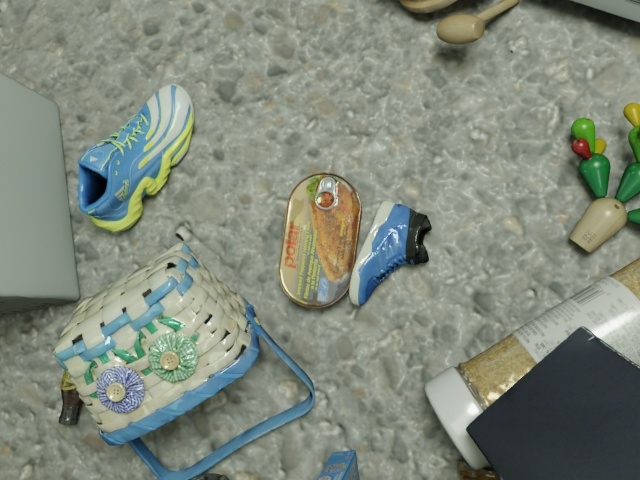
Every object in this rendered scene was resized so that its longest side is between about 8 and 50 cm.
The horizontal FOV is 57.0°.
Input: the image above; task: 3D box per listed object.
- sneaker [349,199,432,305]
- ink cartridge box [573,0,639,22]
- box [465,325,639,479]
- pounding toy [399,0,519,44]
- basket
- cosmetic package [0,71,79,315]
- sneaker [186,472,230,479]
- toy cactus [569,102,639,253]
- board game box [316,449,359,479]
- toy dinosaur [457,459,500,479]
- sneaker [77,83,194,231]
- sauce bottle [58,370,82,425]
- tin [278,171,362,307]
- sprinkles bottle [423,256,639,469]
[{"bbox_3d":[0.100,0.027,0.798,0.085,0.058,0.152,20,82,19],"label":"sneaker"},{"bbox_3d":[0.372,-0.471,0.745,0.272,0.130,0.309,24,80,11],"label":"ink cartridge box"},{"bbox_3d":[0.354,0.302,0.544,0.179,0.312,0.343,-42,106,4],"label":"box"},{"bbox_3d":[0.184,-0.385,0.820,0.154,0.155,0.269,9,75,38],"label":"pounding toy"},{"bbox_3d":[-0.181,0.174,0.773,0.255,0.201,0.289,-34,115,5],"label":"basket"},{"bbox_3d":[-0.571,-0.056,0.746,0.330,0.394,0.327,-11,82,8],"label":"cosmetic package"},{"bbox_3d":[-0.214,0.438,0.793,0.098,0.135,0.276,32,67,23],"label":"sneaker"},{"bbox_3d":[0.394,-0.059,0.745,0.219,0.112,0.180,38,101,2],"label":"toy cactus"},{"bbox_3d":[0.034,0.386,0.722,0.039,0.160,0.211,-10,83,9],"label":"board game box"},{"bbox_3d":[0.280,0.326,0.749,0.211,0.064,0.112,32,115,16],"label":"toy dinosaur"},{"bbox_3d":[-0.265,-0.124,0.838,0.091,0.126,0.240,25,89,11],"label":"sneaker"},{"bbox_3d":[-0.357,0.205,0.864,0.042,0.042,0.128,8,85,10],"label":"sauce bottle"},{"bbox_3d":[0.000,0.000,0.829,0.106,0.040,0.189,8,86,6],"label":"tin"},{"bbox_3d":[0.306,0.139,0.720,0.355,0.121,0.121,-33,80,5],"label":"sprinkles bottle"}]
